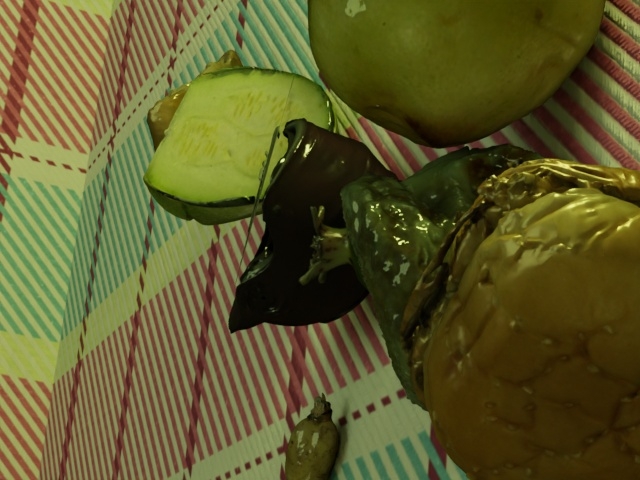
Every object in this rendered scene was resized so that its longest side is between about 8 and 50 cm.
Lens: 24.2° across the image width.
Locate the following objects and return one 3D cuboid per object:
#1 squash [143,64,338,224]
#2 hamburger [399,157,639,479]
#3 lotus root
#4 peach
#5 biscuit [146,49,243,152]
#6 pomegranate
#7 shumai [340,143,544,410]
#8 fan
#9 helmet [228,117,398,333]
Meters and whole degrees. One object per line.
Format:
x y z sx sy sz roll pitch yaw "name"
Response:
-0.103 -0.139 2.182 0.234 0.210 0.309 -63 13 -14 "squash"
0.208 0.086 1.134 0.158 0.318 0.319 -84 19 -53 "hamburger"
-0.011 0.267 1.903 0.072 0.063 0.152 -128 51 -77 "lotus root"
0.123 -0.263 1.541 0.314 0.281 0.316 26 91 50 "peach"
-0.179 -0.185 2.449 0.274 0.091 0.213 -60 -40 -54 "biscuit"
0.074 0.001 1.708 0.148 0.169 0.149 7 -90 -67 "pomegranate"
0.151 0.034 1.487 0.225 0.221 0.261 93 163 -87 "shumai"
-0.073 -0.100 1.990 0.415 0.012 0.233 -78 6 -49 "fan"
0.000 0.000 1.877 0.225 0.177 0.305 -80 5 -51 "helmet"
